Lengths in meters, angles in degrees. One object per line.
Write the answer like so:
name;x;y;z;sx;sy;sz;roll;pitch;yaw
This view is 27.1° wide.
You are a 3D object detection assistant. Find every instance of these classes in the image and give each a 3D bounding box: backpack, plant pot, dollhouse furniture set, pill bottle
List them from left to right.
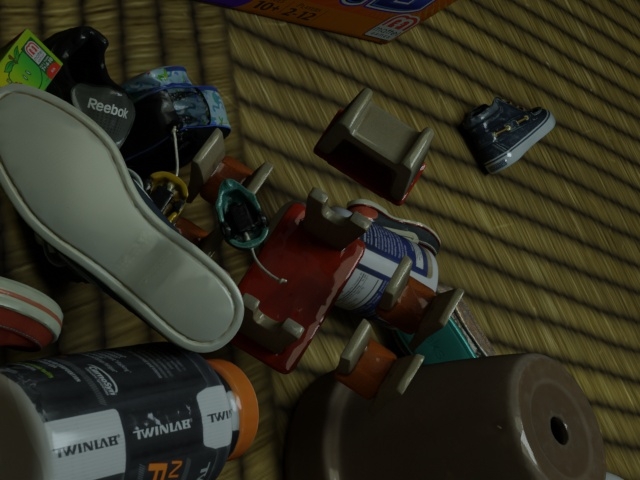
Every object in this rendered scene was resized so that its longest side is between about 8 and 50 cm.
pill bottle;-0.156;0.146;1.013;0.246;0.130;0.130;-5;71;-52
backpack;-0.144;-0.111;1.219;0.114;0.105;0.084;-8;75;-58
dollhouse furniture set;0.000;0.000;1.219;0.262;0.135;0.259;33;66;1
pill bottle;0.029;0.021;1.349;0.169;0.094;0.094;25;49;-32
plant pot;0.136;0.211;1.249;0.263;0.229;0.263;31;45;-37

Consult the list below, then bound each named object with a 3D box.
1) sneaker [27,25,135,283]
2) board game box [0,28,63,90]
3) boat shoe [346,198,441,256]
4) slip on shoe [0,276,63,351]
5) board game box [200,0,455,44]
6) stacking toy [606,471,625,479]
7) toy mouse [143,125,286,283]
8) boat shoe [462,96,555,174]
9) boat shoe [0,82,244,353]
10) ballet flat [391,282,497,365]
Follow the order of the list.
sneaker;-0.203;-0.082;1.125;0.078;0.106;0.234;10;60;-47
board game box;-0.279;-0.084;1.044;0.043;0.092;0.181;46;38;-22
boat shoe;0.081;-0.003;1.473;0.137;0.049;0.043;25;53;-37
slip on shoe;-0.322;0.062;0.891;0.331;0.123;0.101;6;82;-48
board game box;0.045;-0.478;1.478;0.356;0.356;0.356;2;66;-50
stacking toy;0.407;0.452;1.424;0.351;0.350;0.479;5;47;-50
toy mouse;-0.094;0.005;1.102;0.143;0.031;0.161;26;66;-2
boat shoe;0.254;-0.161;1.775;0.083;0.065;0.183;58;37;-7
boat shoe;-0.162;-0.013;1.012;0.254;0.079;0.095;41;73;-12
ballet flat;0.184;0.180;1.441;0.316;0.108;0.106;64;17;1
